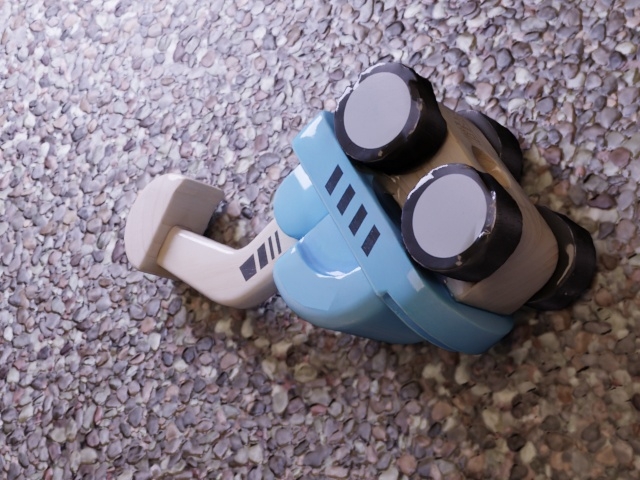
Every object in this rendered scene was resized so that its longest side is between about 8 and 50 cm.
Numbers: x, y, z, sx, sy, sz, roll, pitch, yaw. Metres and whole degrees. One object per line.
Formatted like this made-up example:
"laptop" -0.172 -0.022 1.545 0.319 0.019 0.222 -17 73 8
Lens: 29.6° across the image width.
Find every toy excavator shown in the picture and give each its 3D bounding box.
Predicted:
"toy excavator" 0.000 0.000 1.334 0.445 0.222 0.433 -43 57 20
